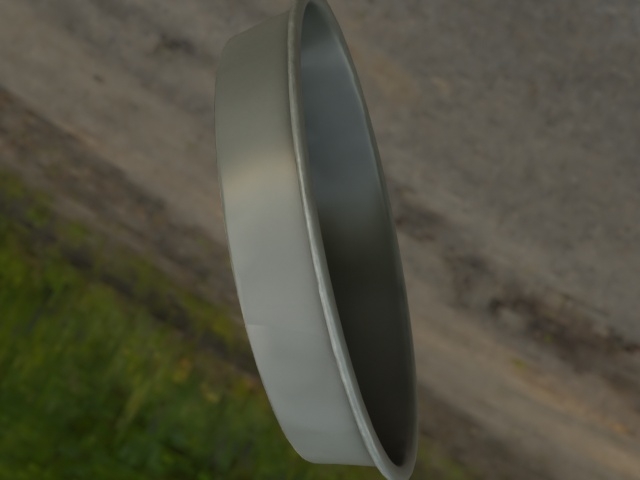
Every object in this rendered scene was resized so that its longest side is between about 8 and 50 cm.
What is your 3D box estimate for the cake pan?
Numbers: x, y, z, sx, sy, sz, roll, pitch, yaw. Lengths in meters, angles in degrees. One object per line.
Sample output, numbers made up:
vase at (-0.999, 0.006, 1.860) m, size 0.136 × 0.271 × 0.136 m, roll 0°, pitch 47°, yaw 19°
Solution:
cake pan at (0.000, 0.000, 1.083) m, size 0.054 × 0.293 × 0.293 m, roll -11°, pitch 151°, yaw 10°
